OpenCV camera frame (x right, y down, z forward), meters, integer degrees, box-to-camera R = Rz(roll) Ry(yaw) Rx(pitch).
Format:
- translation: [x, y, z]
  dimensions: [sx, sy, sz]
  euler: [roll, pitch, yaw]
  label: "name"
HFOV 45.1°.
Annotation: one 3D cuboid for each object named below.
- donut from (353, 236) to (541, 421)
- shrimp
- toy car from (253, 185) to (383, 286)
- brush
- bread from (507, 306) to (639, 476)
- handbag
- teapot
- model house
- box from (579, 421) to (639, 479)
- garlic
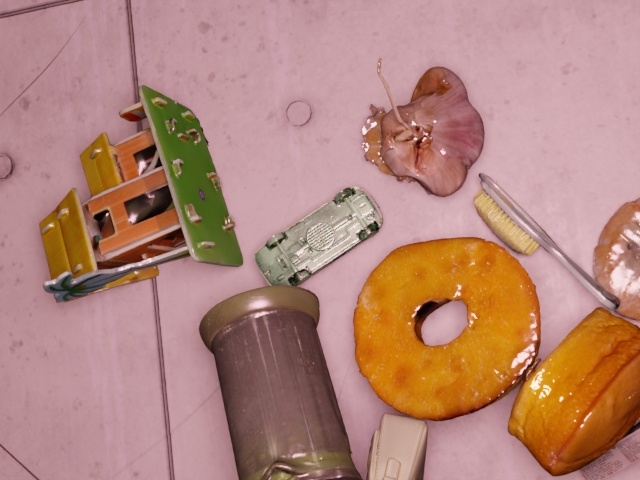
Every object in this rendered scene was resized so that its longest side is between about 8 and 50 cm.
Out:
- translation: [0.201, 0.135, 1.183]
  dimensions: [0.303, 0.110, 0.302]
  euler: [-11, 68, 30]
  label: "donut"
- translation: [0.533, -0.025, 1.172]
  dimensions: [0.168, 0.077, 0.317]
  euler: [27, 95, 16]
  label: "shrimp"
- translation: [0.000, 0.000, 1.292]
  dimensions: [0.224, 0.076, 0.090]
  euler: [-33, 78, 1]
  label: "toy car"
- translation: [0.338, 0.012, 1.208]
  dimensions: [0.297, 0.068, 0.060]
  euler: [48, 113, 21]
  label: "brush"
- translation: [0.388, 0.216, 1.104]
  dimensions: [0.143, 0.195, 0.270]
  euler: [34, 54, 29]
  label: "bread"
- translation: [0.098, 0.397, 1.130]
  dimensions: [0.079, 0.256, 0.219]
  euler: [10, 47, 14]
  label: "handbag"
- translation: [-0.051, 0.272, 1.185]
  dimensions: [0.200, 0.270, 0.337]
  euler: [-19, 58, 3]
  label: "teapot"
- translation: [-0.356, -0.052, 1.248]
  dimensions: [0.324, 0.340, 0.300]
  euler: [-22, 80, 15]
  label: "model house"
- translation: [0.465, 0.288, 1.115]
  dimensions: [0.039, 0.055, 0.218]
  euler: [52, 135, 16]
  label: "box"
- translation: [0.129, -0.185, 1.218]
  dimensions: [0.207, 0.257, 0.207]
  euler: [-33, 44, 38]
  label: "garlic"
